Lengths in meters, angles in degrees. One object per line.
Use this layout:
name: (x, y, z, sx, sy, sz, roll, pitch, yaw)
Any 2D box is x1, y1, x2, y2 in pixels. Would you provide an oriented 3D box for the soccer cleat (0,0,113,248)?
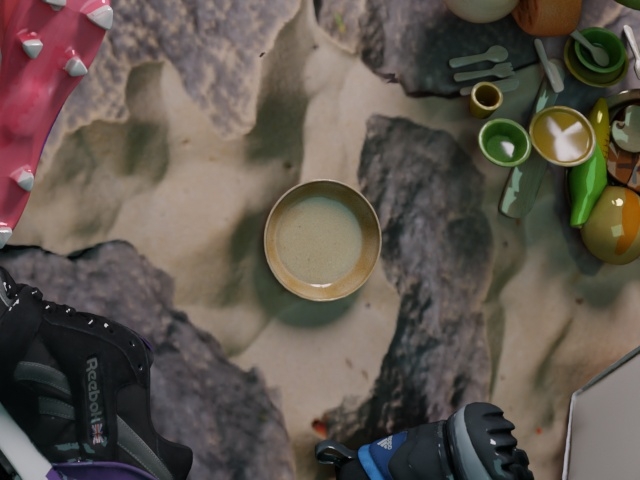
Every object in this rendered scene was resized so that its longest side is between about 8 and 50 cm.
soccer cleat: (-0.214, -0.073, 1.042, 0.083, 0.095, 0.248, 25, 101, -35)

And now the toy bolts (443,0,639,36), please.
toy bolts: (0.146, -0.264, 1.085, 0.159, 0.218, 0.228, -13, 76, -10)

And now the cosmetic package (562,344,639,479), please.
cosmetic package: (0.330, 0.182, 1.145, 0.296, 0.153, 0.129, 23, 55, -17)

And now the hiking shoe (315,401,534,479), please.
hiking shoe: (0.101, 0.256, 1.135, 0.132, 0.113, 0.304, -13, 103, 14)

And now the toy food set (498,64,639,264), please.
toy food set: (0.234, -0.043, 1.186, 0.192, 0.038, 0.132, 18, 86, -16)

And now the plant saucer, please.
plant saucer: (0.000, 0.000, 1.130, 0.083, 0.015, 0.083, 0, 90, -16)

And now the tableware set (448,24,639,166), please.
tableware set: (0.172, -0.102, 1.152, 0.154, 0.024, 0.104, -11, 68, -16)

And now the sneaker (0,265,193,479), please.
sneaker: (-0.176, 0.070, 1.028, 0.124, 0.107, 0.283, -37, 121, -24)
